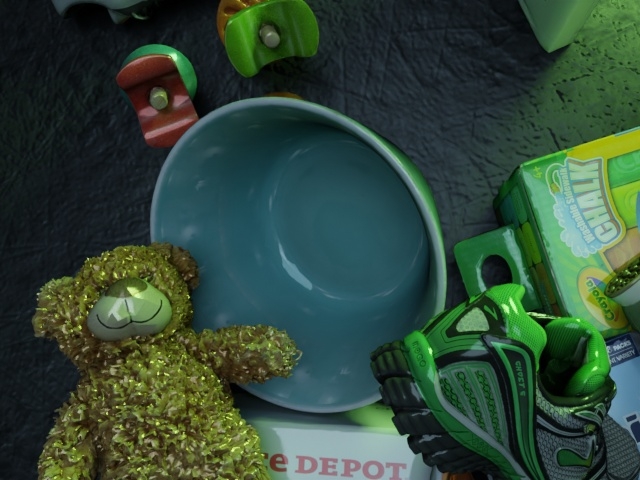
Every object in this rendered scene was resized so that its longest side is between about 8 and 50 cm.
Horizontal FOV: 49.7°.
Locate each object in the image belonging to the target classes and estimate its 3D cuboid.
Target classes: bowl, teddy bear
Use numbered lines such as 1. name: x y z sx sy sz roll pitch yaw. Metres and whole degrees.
1. bowl: 0.000 0.000 0.710 0.311 0.163 0.312 9 111 25
2. teddy bear: -0.136 0.159 0.608 0.244 0.113 0.338 -6 80 4

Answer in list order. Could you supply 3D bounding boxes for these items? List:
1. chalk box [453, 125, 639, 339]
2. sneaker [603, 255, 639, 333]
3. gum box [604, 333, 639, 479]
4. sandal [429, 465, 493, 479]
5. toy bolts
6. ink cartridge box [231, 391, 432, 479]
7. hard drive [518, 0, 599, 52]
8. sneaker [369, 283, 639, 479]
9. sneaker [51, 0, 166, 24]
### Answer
1. chalk box: 0.287 0.000 0.700 0.288 0.179 0.180 -18 81 4
2. sneaker: 0.338 0.019 0.574 0.192 0.064 0.086 -37 87 2
3. gum box: 0.295 0.213 0.743 0.156 0.041 0.185 -22 80 4
4. sandal: 0.160 0.268 0.654 0.076 0.265 0.102 0 52 26
5. toy bolts: -0.117 -0.185 0.820 0.228 0.158 0.218 -17 122 -5
6. ink cartridge box: -0.027 0.363 0.703 0.279 0.160 0.385 2 83 7
7. hard drive: 0.222 -0.355 0.662 0.047 0.353 0.233 -23 81 3
8. sneaker: 0.201 0.151 0.589 0.146 0.343 0.134 -37 43 22
9. sneaker: -0.206 -0.323 0.851 0.271 0.100 0.108 0 107 4
